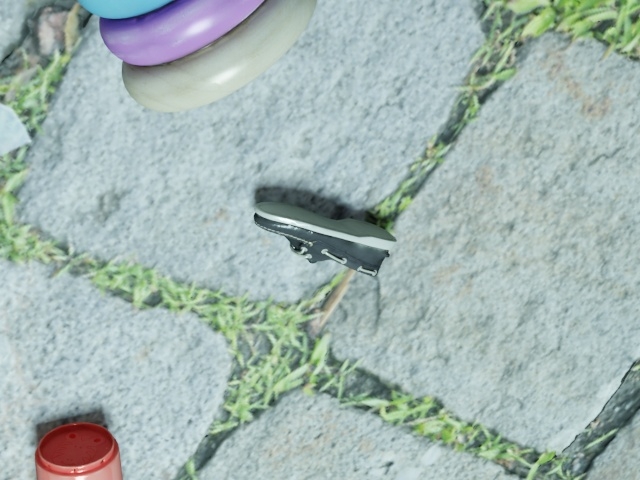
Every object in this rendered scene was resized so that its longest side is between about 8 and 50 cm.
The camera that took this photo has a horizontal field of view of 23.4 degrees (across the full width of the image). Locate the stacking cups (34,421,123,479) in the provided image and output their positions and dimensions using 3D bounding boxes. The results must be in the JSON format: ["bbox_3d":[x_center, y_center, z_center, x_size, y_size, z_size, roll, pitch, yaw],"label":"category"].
[{"bbox_3d":[-0.181,0.293,1.222,0.096,0.096,0.316,-13,123,-17],"label":"stacking cups"}]

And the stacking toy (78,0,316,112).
[{"bbox_3d":[-0.138,-0.241,0.917,0.141,0.141,0.330,-35,119,-1],"label":"stacking toy"}]

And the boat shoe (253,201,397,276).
[{"bbox_3d":[0.000,0.000,1.160,0.125,0.046,0.038,12,109,-38],"label":"boat shoe"}]
